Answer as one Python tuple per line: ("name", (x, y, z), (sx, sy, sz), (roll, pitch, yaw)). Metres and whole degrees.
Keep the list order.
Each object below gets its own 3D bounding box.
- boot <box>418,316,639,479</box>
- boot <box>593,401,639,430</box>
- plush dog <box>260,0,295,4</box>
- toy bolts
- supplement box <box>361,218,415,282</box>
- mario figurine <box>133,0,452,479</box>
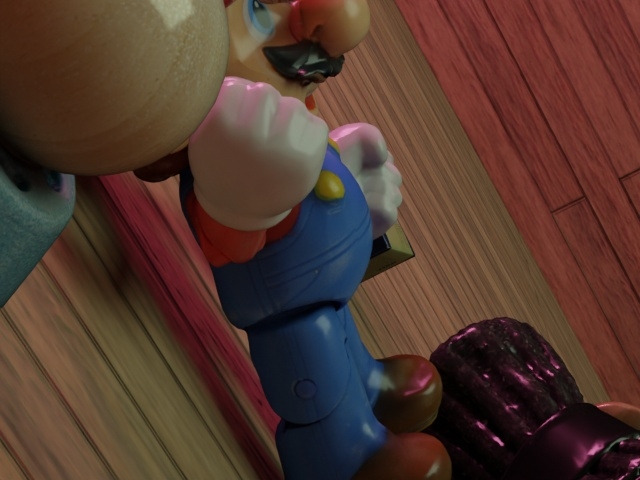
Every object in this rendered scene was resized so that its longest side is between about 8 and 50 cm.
("boot", (0.164, 0.108, 0.847), (0.131, 0.348, 0.260), (11, 31, -34))
("boot", (0.190, 0.209, 1.122), (0.211, 0.104, 0.295), (-50, 142, -67))
("plush dog", (-0.048, -0.213, 1.139), (0.225, 0.211, 0.262), (72, 29, -44))
("toy bolts", (-0.126, -0.085, 0.365), (0.228, 0.158, 0.218), (64, 10, 4))
("supplement box", (0.000, 0.000, 0.981), (0.056, 0.083, 0.083), (65, 11, 9))
("mario figurine", (-0.002, -0.029, 0.783), (0.198, 0.170, 0.320), (16, -45, 55))
